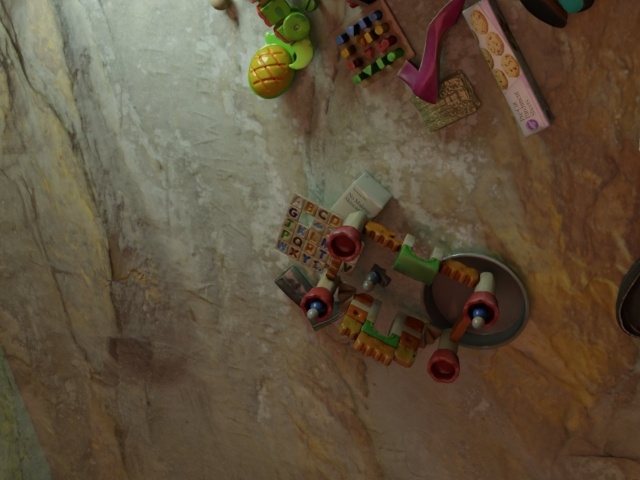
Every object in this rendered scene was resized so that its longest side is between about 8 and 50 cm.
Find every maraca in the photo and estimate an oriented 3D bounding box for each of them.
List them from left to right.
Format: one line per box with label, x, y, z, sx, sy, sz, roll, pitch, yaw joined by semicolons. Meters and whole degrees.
maraca;-0.120;-0.459;1.748;0.127;0.099;0.186;23;97;11

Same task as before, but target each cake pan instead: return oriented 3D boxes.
cake pan;0.416;0.157;1.810;0.293;0.054;0.293;11;119;21

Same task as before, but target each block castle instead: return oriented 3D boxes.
block castle;0.197;0.157;1.724;0.453;0.213;0.303;26;124;3

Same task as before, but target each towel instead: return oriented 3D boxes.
towel;0.306;-0.335;1.635;0.148;0.027;0.110;-25;102;33

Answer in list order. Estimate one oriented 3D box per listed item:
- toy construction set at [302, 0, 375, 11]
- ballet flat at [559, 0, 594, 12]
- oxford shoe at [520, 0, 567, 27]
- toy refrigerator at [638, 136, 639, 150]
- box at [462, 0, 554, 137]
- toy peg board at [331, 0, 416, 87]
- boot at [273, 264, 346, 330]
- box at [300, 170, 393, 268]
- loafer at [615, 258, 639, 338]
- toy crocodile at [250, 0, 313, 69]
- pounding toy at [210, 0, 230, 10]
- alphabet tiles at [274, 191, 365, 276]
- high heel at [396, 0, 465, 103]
toy construction set;0.067;-0.627;1.478;0.308;0.237;0.258;9;118;22
ballet flat;0.477;-0.598;1.377;0.280;0.096;0.095;52;160;-15
oxford shoe;0.458;-0.541;1.433;0.212;0.076;0.076;41;87;-9
toy refrigerator;0.816;-0.158;1.421;0.269;0.102;0.094;38;125;5
box;0.427;-0.393;1.521;0.067;0.063;0.324;-22;103;35
toy peg board;0.117;-0.471;1.629;0.161;0.079;0.161;-26;101;33
boot;-0.021;0.159;2.030;0.189;0.076;0.209;-33;90;33
box;0.069;-0.053;1.854;0.113;0.094;0.275;41;126;2
loafer;0.786;0.089;1.542;0.133;0.130;0.366;22;122;15
toy crocodile;-0.118;-0.571;1.629;0.105;0.115;0.340;-34;117;11
pounding toy;-0.225;-0.691;1.672;0.236;0.110;0.183;-19;105;32
alphabet tiles;0.000;0.000;1.852;0.237;0.009;0.198;28;124;11
high heel;0.284;-0.438;1.549;0.117;0.082;0.244;40;117;8
